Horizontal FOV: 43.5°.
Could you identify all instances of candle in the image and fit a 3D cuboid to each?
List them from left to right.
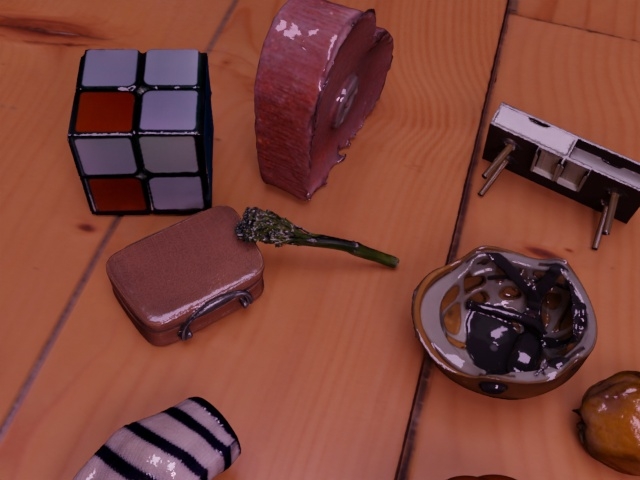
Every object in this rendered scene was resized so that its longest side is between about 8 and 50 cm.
[{"bbox_3d":[-0.011,-0.207,1.170,0.131,0.287,0.317,22,14,14],"label":"candle"}]

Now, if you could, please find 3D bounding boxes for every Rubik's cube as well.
[{"bbox_3d":[-0.246,-0.152,1.139,0.180,0.183,0.167,0,55,-6],"label":"Rubik's cube"}]

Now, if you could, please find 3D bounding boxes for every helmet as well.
[{"bbox_3d":[0.229,0.118,1.014,0.224,0.130,0.198,-3,51,7],"label":"helmet"}]

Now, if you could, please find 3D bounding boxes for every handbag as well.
[{"bbox_3d":[-0.174,0.050,1.071,0.193,0.072,0.151,-24,60,-20],"label":"handbag"}]

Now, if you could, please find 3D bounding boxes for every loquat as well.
[{"bbox_3d":[0.379,0.220,0.970,0.137,0.113,0.137,-2,78,8],"label":"loquat"}]

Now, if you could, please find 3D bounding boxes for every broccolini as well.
[{"bbox_3d":[0.000,0.000,1.091,0.239,0.054,0.051,13,85,-20],"label":"broccolini"}]

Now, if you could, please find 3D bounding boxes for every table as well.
[{"bbox_3d":[0.344,-0.085,1.173,0.240,0.121,0.111,27,76,15],"label":"table"}]

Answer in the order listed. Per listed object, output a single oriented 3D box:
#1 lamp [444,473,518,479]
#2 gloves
[{"bbox_3d":[0.163,0.348,0.810,0.223,0.196,0.223,0,90,-23],"label":"lamp"},{"bbox_3d":[-0.203,0.272,0.884,0.219,0.131,0.140,-32,60,-33],"label":"gloves"}]
